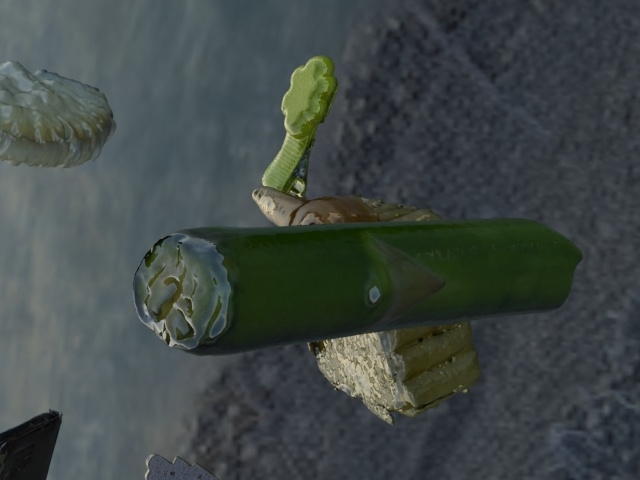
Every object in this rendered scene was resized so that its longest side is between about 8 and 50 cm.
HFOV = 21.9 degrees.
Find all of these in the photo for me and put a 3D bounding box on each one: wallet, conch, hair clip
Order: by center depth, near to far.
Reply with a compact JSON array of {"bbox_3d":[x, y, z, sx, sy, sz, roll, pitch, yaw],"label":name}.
[{"bbox_3d":[-0.301,0.274,1.538,0.031,0.122,0.232,25,109,19],"label":"wallet"},{"bbox_3d":[-0.004,-0.001,1.699,0.330,0.093,0.109,39,111,50],"label":"conch"},{"bbox_3d":[-0.024,-0.137,1.957,0.072,0.046,0.173,33,111,44],"label":"hair clip"}]

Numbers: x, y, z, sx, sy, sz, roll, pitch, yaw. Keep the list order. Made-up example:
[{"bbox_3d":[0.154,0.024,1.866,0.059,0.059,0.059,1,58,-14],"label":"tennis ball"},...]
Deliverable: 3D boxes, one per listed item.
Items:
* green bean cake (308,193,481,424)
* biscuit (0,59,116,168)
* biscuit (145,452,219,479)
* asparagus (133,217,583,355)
[{"bbox_3d":[0.069,0.069,1.824,0.229,0.131,0.224,18,126,60],"label":"green bean cake"},{"bbox_3d":[-0.340,-0.140,1.802,0.179,0.281,0.084,45,120,50],"label":"biscuit"},{"bbox_3d":[-0.162,0.279,1.888,0.016,0.092,0.082,166,93,-81],"label":"biscuit"},{"bbox_3d":[0.028,0.017,0.812,0.067,0.277,0.060,-19,79,40],"label":"asparagus"}]
